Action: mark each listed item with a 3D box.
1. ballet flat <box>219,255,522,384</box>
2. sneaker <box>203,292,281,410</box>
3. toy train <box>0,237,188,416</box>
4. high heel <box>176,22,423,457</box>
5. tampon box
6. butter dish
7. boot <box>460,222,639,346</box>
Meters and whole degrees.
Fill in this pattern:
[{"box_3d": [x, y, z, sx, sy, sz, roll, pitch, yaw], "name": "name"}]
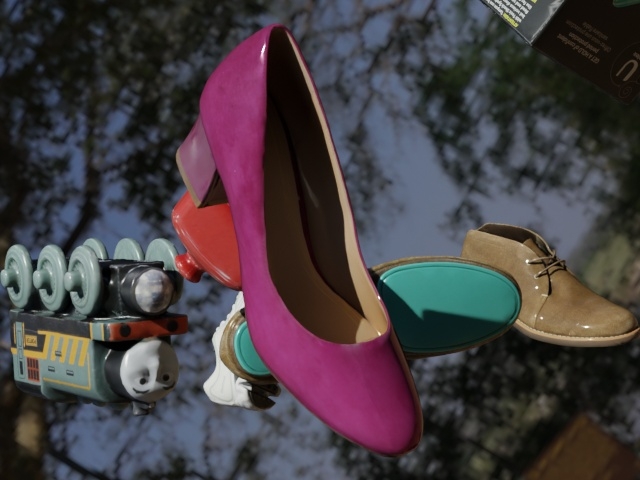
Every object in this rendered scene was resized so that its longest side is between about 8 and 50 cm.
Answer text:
[{"box_3d": [0.049, 0.088, 1.651, 0.342, 0.116, 0.124, -14, 3, -13], "name": "ballet flat"}, {"box_3d": [-0.113, 0.130, 2.366, 0.110, 0.118, 0.292, 38, -124, -43], "name": "sneaker"}, {"box_3d": [-0.257, 0.095, 1.691, 0.142, 0.334, 0.190, -6, -86, -34], "name": "toy train"}, {"box_3d": [0.000, 0.000, 1.285, 0.127, 0.377, 0.181, -20, -23, -42], "name": "high heel"}, {"box_3d": [0.193, -0.195, 0.974, 0.120, 0.101, 0.161, 22, -68, -44], "name": "tampon box"}, {"box_3d": [-0.099, -0.005, 1.514, 0.118, 0.160, 0.160, -43, 4, 8], "name": "butter dish"}, {"box_3d": [0.305, 0.061, 2.027, 0.112, 0.305, 0.115, -16, -63, -40], "name": "boot"}]
